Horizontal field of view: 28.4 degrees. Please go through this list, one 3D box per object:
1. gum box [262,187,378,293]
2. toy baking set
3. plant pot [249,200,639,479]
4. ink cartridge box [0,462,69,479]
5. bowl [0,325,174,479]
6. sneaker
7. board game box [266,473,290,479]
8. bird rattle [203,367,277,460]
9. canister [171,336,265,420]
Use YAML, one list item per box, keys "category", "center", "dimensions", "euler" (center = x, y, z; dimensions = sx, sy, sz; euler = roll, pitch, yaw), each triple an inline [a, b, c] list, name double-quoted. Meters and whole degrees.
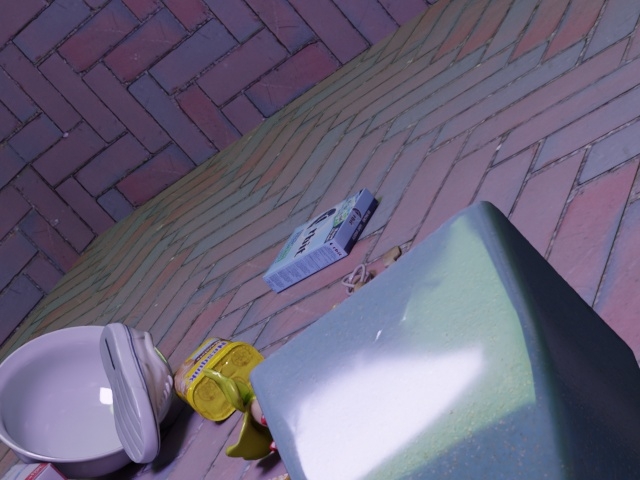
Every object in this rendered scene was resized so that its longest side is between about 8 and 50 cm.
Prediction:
- category: "gum box"
  center: [0.000, 0.000, 2.188]
  dimensions: [0.184, 0.041, 0.157]
  euler: [-28, 19, 40]
- category: "toy baking set"
  center: [0.049, 0.085, 1.832]
  dimensions: [0.256, 0.030, 0.197]
  euler: [-47, 15, -19]
- category: "plant pot"
  center: [0.129, 0.175, 0.959]
  dimensions: [0.248, 0.247, 0.252]
  euler: [-38, 34, 14]
- category: "ink cartridge box"
  center: [-0.420, 0.406, 1.925]
  dimensions: [0.072, 0.127, 0.175]
  euler: [-50, 17, -27]
- category: "bowl"
  center: [-0.383, 0.285, 2.051]
  dimensions: [0.298, 0.298, 0.134]
  euler: [-56, -24, -44]
- category: "sneaker"
  center: [-0.270, 0.229, 1.951]
  dimensions: [0.094, 0.091, 0.258]
  euler: [-59, 38, 38]
- category: "board game box"
  center: [-0.107, 0.357, 1.416]
  dimensions: [0.147, 0.045, 0.193]
  euler: [-27, 20, 46]
- category: "bird rattle"
  center: [-0.022, 0.186, 1.553]
  dimensions: [0.207, 0.143, 0.254]
  euler: [-32, 9, -35]
- category: "canister"
  center: [-0.161, 0.209, 1.939]
  dimensions: [0.126, 0.073, 0.170]
  euler: [-46, 13, -13]
